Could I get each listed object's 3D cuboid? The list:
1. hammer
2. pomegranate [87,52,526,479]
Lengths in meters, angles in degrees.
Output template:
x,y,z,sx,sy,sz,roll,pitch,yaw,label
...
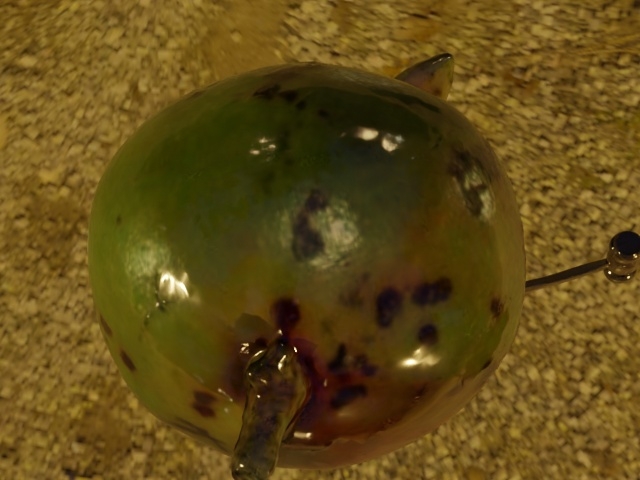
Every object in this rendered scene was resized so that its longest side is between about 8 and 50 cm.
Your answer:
x,y,z,sx,sy,sz,roll,pitch,yaw,label
0.128,0.052,1.100,0.292,0.058,0.029,-16,63,-1,hammer
0.005,0.006,0.501,0.156,0.220,0.156,2,96,20,pomegranate
